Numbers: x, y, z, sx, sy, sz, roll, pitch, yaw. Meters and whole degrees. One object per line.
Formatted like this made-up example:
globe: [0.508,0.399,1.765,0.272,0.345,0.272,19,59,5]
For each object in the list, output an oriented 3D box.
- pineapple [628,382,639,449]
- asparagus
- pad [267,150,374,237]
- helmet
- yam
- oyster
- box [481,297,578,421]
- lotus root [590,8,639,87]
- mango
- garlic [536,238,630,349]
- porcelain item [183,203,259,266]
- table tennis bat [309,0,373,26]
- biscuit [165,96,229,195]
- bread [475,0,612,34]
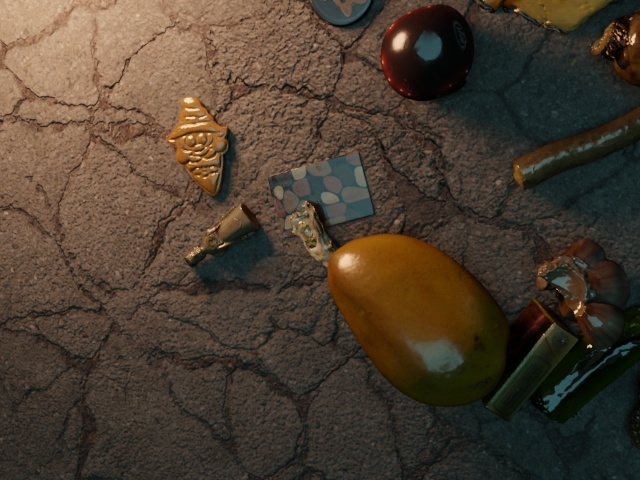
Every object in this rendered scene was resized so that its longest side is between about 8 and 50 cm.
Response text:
pineapple: [0.736,0.371,1.386,0.103,0.083,0.221,4,99,-1]
asparagus: [0.623,0.248,1.382,0.382,0.108,0.128,-44,86,12]
pad: [-0.001,-0.109,1.515,0.235,0.003,0.158,-14,95,14]
helmet: [0.226,-0.395,1.343,0.216,0.193,0.189,-13,95,56]
yam: [0.583,-0.212,1.341,0.357,0.081,0.081,-26,92,13]
oyster: [-0.002,0.000,1.513,0.106,0.061,0.199,-17,97,36]
box: [0.442,0.260,1.390,0.071,0.159,0.240,33,104,-5]
lotus root: [0.711,-0.379,1.254,0.314,0.141,0.169,16,98,9]
mango: [0.208,0.160,1.380,0.446,0.232,0.300,41,76,15]
garlic: [0.568,0.106,1.325,0.160,0.191,0.214,-47,66,13]
porcelain item: [-0.254,-0.003,1.559,0.213,0.054,0.084,-35,88,15]
table tennis bat: [0.022,-0.596,1.432,0.150,0.027,0.236,-38,91,14]
biscuit: [-0.294,-0.230,1.549,0.163,0.035,0.250,-15,96,18]
bread: [0.525,-0.625,1.294,0.346,0.242,0.405,39,146,-2]
